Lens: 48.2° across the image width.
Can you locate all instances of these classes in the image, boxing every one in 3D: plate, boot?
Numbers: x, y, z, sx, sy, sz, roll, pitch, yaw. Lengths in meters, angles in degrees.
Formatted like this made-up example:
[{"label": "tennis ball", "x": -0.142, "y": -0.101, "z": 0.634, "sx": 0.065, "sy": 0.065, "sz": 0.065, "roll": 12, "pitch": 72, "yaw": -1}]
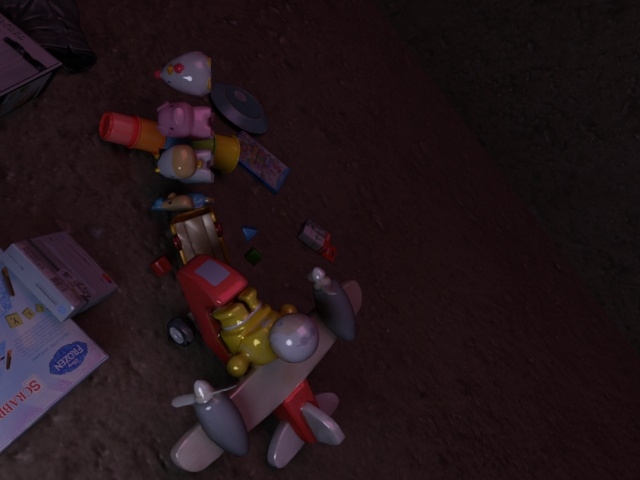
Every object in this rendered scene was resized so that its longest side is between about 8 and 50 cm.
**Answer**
[{"label": "plate", "x": -0.211, "y": -0.363, "z": 1.922, "sx": 0.188, "sy": 0.024, "sz": 0.188, "roll": 30, "pitch": 35, "yaw": -23}, {"label": "boot", "x": -0.646, "y": -0.478, "z": 1.517, "sx": 0.338, "sy": 0.118, "sz": 0.223, "roll": -4, "pitch": 65, "yaw": -43}]

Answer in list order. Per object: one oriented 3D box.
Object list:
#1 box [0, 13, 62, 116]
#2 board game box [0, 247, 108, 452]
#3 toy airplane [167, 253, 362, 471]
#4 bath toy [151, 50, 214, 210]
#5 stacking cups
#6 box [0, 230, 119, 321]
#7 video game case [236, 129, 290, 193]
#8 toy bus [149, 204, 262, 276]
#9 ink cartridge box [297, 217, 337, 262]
[{"label": "box", "x": -0.636, "y": -0.325, "z": 1.349, "sx": 0.169, "sy": 0.087, "sz": 0.290, "roll": 40, "pitch": 24, "yaw": -11}, {"label": "board game box", "x": -0.533, "y": 0.160, "z": 1.055, "sx": 0.318, "sy": 0.066, "sz": 0.319, "roll": 46, "pitch": 35, "yaw": -2}, {"label": "toy airplane", "x": -0.078, "y": 0.221, "z": 1.293, "sx": 0.384, "sy": 0.272, "sz": 0.386, "roll": 12, "pitch": 63, "yaw": -27}, {"label": "bath toy", "x": -0.294, "y": -0.234, "z": 1.525, "sx": 0.129, "sy": 0.151, "sz": 0.348, "roll": 0, "pitch": 84, "yaw": -2}, {"label": "stacking cups", "x": -0.338, "y": -0.218, "z": 1.616, "sx": 0.316, "sy": 0.096, "sz": 0.096, "roll": 6, "pitch": 52, "yaw": -39}, {"label": "box", "x": -0.437, "y": 0.055, "z": 1.217, "sx": 0.145, "sy": 0.038, "sz": 0.186, "roll": 47, "pitch": 10, "yaw": -2}, {"label": "video game case", "x": -0.159, "y": -0.203, "z": 1.843, "sx": 0.166, "sy": 0.015, "sz": 0.119, "roll": 39, "pitch": 36, "yaw": -12}, {"label": "toy bus", "x": -0.233, "y": 0.029, "z": 1.460, "sx": 0.191, "sy": 0.202, "sz": 0.104, "roll": 27, "pitch": 9, "yaw": -16}, {"label": "ink cartridge box", "x": 0.000, "y": 0.000, "z": 1.803, "sx": 0.115, "sy": 0.029, "sz": 0.063, "roll": 37, "pitch": 36, "yaw": -14}]
